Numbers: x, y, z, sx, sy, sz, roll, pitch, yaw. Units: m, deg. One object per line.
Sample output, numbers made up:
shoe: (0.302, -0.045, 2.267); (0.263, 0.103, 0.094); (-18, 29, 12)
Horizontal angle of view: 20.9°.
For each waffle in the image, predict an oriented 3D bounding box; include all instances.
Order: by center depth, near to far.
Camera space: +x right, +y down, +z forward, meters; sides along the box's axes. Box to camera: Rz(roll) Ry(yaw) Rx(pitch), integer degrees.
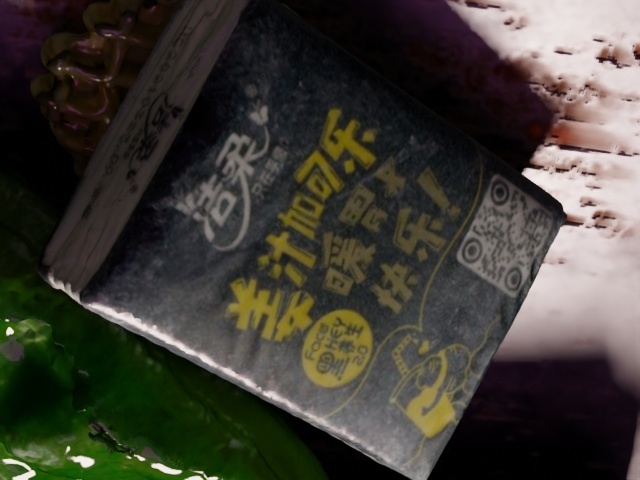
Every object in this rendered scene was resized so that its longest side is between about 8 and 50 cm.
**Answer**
waffle: (-0.069, -0.073, 0.998); (0.169, 0.036, 0.183); (-22, 127, 12)

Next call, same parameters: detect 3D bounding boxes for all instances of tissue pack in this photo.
tissue pack: (0.000, 0.000, 0.950); (0.257, 0.081, 0.185); (32, 84, -33)

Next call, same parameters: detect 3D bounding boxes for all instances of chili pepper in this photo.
chili pepper: (-0.138, 0.098, 1.037); (0.385, 0.167, 0.213); (47, 135, -14)
